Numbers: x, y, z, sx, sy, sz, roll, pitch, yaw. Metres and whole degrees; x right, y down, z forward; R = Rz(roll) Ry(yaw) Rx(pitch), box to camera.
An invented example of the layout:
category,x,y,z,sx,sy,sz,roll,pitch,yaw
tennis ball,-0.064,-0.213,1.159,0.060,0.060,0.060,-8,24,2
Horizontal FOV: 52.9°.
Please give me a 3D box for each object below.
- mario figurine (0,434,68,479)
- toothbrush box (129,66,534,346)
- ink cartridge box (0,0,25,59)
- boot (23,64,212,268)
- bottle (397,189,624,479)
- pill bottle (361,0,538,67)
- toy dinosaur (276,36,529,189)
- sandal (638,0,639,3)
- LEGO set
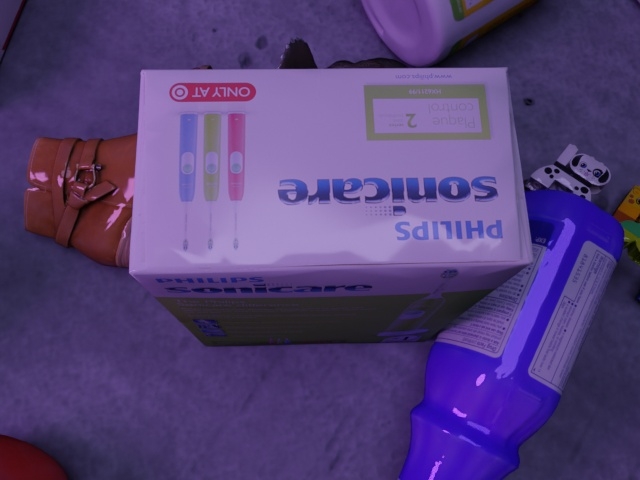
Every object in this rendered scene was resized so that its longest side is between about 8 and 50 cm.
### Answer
category,x,y,z,sx,sy,sz,roll,pitch,yaw
mario figurine,-0.324,0.272,0.455,0.320,0.170,0.198,-33,86,-22
toothbrush box,0.000,0.000,0.467,0.206,0.283,0.122,-1,75,-2
ink cartridge box,-0.431,-0.237,0.611,0.237,0.100,0.172,13,74,0
boot,-0.179,-0.075,0.574,0.152,0.073,0.197,16,89,8
bottle,0.146,0.098,0.528,0.092,0.118,0.282,29,80,-14
pill bottle,0.169,-0.287,0.632,0.246,0.136,0.136,-33,78,-11
toy dinosaur,0.074,-0.119,0.584,0.314,0.121,0.160,2,34,-16
sandal,0.404,-0.257,0.664,0.102,0.076,0.265,-24,76,-9
LEGO set,0.302,-0.008,0.588,0.227,0.087,0.093,37,73,14
